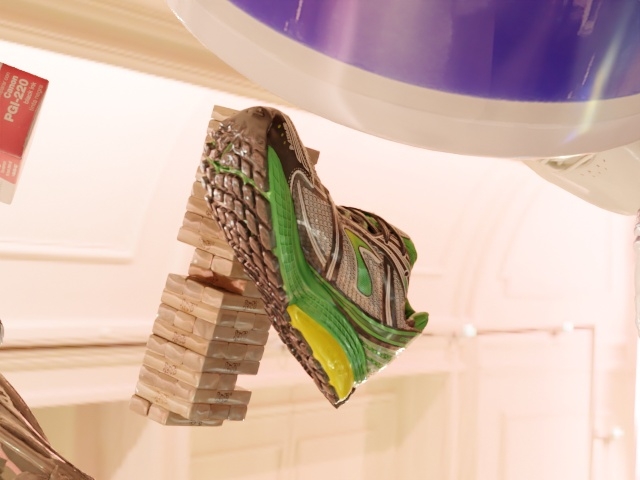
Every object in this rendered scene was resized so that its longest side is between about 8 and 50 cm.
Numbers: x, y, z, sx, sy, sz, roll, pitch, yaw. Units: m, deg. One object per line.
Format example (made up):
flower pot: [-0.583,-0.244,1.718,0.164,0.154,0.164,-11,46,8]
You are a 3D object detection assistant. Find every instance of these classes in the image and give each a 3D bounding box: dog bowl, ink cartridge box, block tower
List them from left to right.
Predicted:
ink cartridge box: [-0.383,-0.129,1.170,0.218,0.158,0.092,19,-110,-13]
block tower: [-0.099,0.033,1.297,0.097,0.091,0.335,12,-86,-52]
dog bowl: [0.061,-0.160,0.508,0.265,0.265,0.104,-52,-17,-43]

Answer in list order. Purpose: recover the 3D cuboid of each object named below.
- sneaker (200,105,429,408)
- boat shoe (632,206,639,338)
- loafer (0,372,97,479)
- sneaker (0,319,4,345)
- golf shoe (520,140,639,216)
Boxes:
sneaker: [0.000,0.000,1.118,0.146,0.134,0.343,-36,-43,-10]
boat shoe: [0.282,0.041,0.632,0.095,0.258,0.084,115,165,-78]
loafer: [-0.198,0.197,0.832,0.112,0.319,0.111,-55,-19,12]
sneaker: [-0.333,0.100,1.124,0.040,0.109,0.044,56,-153,12]
golf shoe: [0.160,-0.109,0.995,0.306,0.115,0.140,40,-140,-9]
